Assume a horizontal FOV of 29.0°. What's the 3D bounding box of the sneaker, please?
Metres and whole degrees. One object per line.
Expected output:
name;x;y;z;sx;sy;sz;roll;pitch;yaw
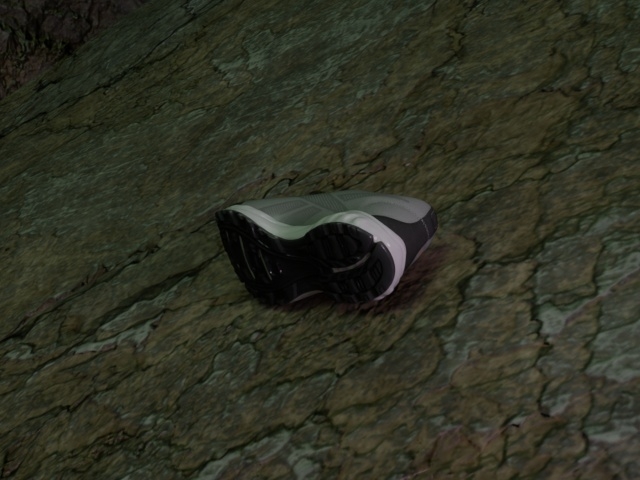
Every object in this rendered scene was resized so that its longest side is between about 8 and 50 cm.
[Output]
sneaker;0.000;0.000;1.185;0.108;0.100;0.271;-33;24;-36
